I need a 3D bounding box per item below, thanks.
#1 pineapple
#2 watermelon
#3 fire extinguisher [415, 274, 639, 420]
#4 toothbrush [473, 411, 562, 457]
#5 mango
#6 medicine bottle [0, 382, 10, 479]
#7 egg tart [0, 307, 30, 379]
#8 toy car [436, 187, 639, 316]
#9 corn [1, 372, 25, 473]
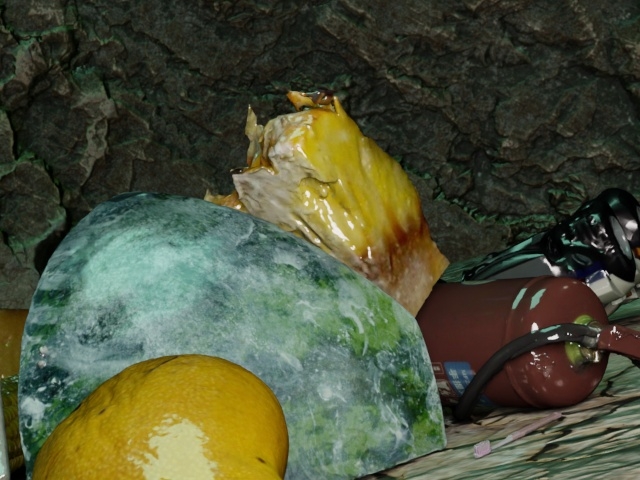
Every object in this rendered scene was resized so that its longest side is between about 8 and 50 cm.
[{"bbox_3d":[0.000,0.000,1.234,0.114,0.186,0.236,-54,-13,-35],"label":"pineapple"},{"bbox_3d":[-0.098,0.098,1.192,0.320,0.289,0.213,-28,-24,-10],"label":"watermelon"},{"bbox_3d":[0.117,0.084,1.252,0.141,0.105,0.341,12,-11,-41],"label":"fire extinguisher"},{"bbox_3d":[0.132,0.128,1.108,0.006,0.008,0.097,4,13,42],"label":"toothbrush"},{"bbox_3d":[-0.087,0.131,0.938,0.157,0.109,0.262,-23,10,-13],"label":"mango"},{"bbox_3d":[-0.461,0.169,1.381,0.406,0.235,0.236,-15,1,-1],"label":"medicine bottle"},{"bbox_3d":[-0.401,0.176,2.050,0.215,0.171,0.215,-4,-10,-1],"label":"egg tart"},{"bbox_3d":[0.206,0.044,1.524,0.193,0.118,0.301,-24,-1,18],"label":"toy car"},{"bbox_3d":[-0.348,0.199,1.726,0.115,0.115,0.318,-15,1,12],"label":"corn"}]
